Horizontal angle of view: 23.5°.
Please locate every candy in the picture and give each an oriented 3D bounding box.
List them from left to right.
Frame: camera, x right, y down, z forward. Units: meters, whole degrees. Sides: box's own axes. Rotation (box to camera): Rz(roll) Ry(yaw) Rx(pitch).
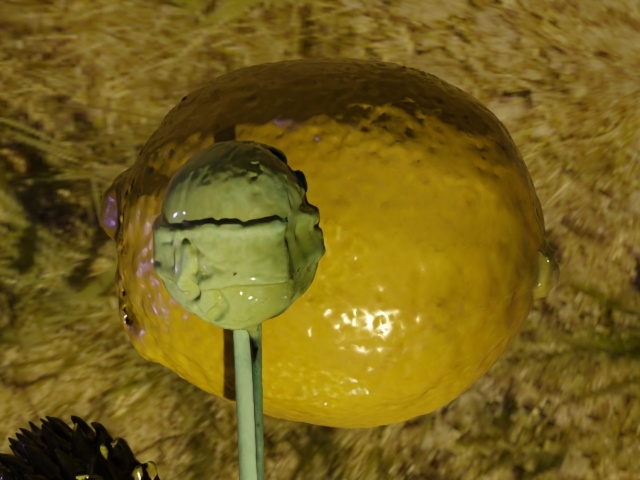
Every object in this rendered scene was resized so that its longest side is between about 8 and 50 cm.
[{"bbox_3d":[-0.036,0.115,0.808,0.093,0.092,0.335,-1,95,24],"label":"candy"}]

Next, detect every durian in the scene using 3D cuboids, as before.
[{"bbox_3d":[-0.164,0.281,1.195,0.394,0.163,0.198,31,142,28],"label":"durian"}]

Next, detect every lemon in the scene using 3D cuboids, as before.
[{"bbox_3d":[0.000,0.000,1.026,0.320,0.245,0.245,6,97,17],"label":"lemon"}]

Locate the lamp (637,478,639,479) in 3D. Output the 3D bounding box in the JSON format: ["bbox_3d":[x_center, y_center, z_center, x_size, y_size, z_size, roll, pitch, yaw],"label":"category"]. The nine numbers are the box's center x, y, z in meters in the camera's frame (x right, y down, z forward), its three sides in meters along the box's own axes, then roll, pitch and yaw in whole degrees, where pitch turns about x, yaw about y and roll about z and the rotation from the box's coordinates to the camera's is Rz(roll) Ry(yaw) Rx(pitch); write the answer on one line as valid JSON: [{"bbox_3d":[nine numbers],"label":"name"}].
[{"bbox_3d":[0.221,0.210,1.047,0.106,0.193,0.106,6,75,-23],"label":"lamp"}]
